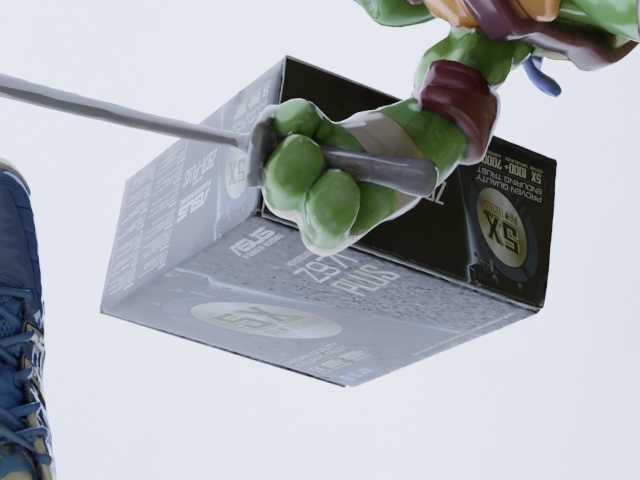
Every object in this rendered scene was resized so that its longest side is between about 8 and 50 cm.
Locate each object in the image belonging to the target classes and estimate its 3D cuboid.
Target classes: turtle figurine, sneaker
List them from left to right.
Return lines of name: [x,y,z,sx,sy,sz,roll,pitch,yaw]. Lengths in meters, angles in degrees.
sneaker: [-0.141,0.069,0.698,0.080,0.081,0.211,0,-84,-47]
turtle figurine: [0.031,-0.101,0.445,0.275,0.266,0.197,37,-108,-30]

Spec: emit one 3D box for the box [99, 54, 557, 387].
box: [0.000,0.000,0.783,0.147,0.180,0.077,19,-115,-25]
